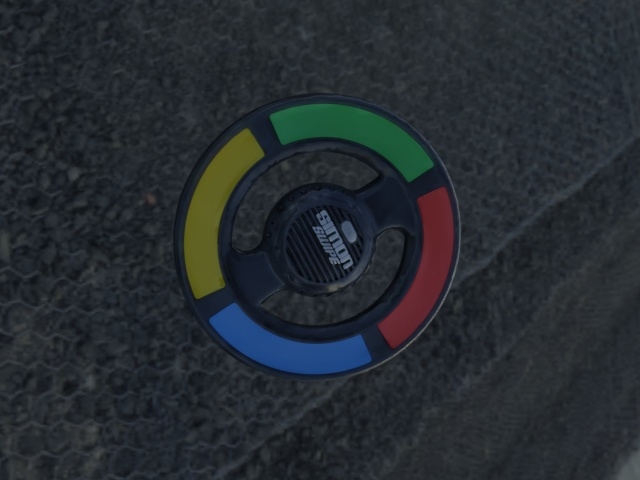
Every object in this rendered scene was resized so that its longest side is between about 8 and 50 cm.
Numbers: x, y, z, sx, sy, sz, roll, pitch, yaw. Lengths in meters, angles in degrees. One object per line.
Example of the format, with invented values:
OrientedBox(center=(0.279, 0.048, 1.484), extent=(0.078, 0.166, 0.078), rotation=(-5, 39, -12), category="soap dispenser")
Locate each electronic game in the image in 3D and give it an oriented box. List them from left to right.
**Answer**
OrientedBox(center=(0.000, 0.000, 0.784), extent=(0.229, 0.048, 0.229), rotation=(-2, 100, -11), category="electronic game")
